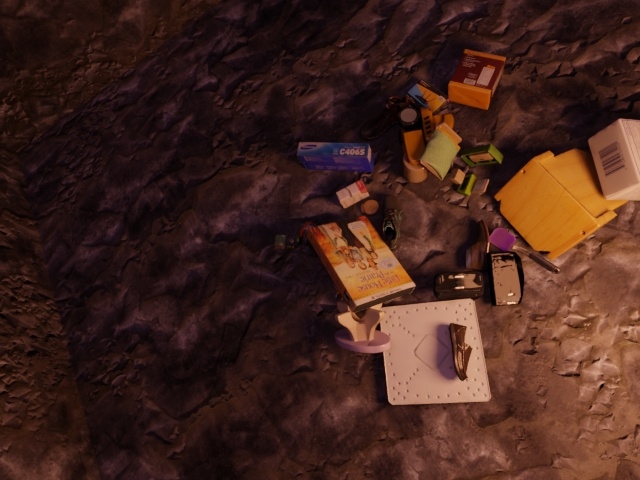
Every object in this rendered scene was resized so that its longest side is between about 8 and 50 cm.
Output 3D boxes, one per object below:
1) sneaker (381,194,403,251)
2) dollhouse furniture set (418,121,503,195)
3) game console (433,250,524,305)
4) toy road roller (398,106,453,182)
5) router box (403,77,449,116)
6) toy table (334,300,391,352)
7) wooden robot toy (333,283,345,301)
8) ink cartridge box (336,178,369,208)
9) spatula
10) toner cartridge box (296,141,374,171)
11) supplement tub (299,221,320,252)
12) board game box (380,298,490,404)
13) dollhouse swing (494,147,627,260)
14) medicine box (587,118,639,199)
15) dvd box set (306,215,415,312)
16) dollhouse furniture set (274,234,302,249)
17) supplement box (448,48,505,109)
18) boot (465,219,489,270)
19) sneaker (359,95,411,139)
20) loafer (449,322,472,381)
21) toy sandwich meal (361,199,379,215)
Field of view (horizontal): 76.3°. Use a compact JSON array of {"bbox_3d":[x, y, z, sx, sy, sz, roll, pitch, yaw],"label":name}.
[{"bbox_3d":[0.323,-0.089,1.835,0.101,0.106,0.268,-7,71,17],"label":"sneaker"},{"bbox_3d":[0.589,-0.343,1.705,0.151,0.301,0.198,7,70,60],"label":"dollhouse furniture set"},{"bbox_3d":[0.633,0.158,1.633,0.360,0.044,0.214,-4,85,0],"label":"game console"},{"bbox_3d":[0.482,-0.444,1.836,0.240,0.202,0.330,-6,71,10],"label":"toy road roller"},{"bbox_3d":[0.511,-0.685,1.978,0.133,0.046,0.179,-44,67,1],"label":"router box"},{"bbox_3d":[0.162,0.345,1.671,0.274,0.252,0.161,0,101,40],"label":"toy table"},{"bbox_3d":[0.090,0.195,1.839,0.076,0.079,0.174,-6,73,16],"label":"wooden robot toy"},{"bbox_3d":[0.152,-0.219,1.928,0.135,0.099,0.056,-27,68,8],"label":"ink cartridge box"},{"bbox_3d":[0.837,0.048,1.664,0.296,0.030,0.084,33,126,18],"label":"spatula"},{"bbox_3d":[0.076,-0.403,1.971,0.347,0.165,0.075,6,75,18],"label":"toner cartridge box"},{"bbox_3d":[0.000,0.000,1.903,0.190,0.117,0.117,37,88,22],"label":"supplement tub"},{"bbox_3d":[0.454,0.454,1.665,0.389,0.050,0.391,-8,73,15],"label":"board game box"},{"bbox_3d":[0.988,-0.164,1.671,0.347,0.304,0.315,56,137,22],"label":"dollhouse swing"},{"bbox_3d":[1.208,-0.296,1.530,0.289,0.149,0.264,0,72,-14],"label":"medicine box"},{"bbox_3d":[0.165,0.083,1.733,0.307,0.062,0.421,-13,54,-26],"label":"dvd box set"},{"bbox_3d":[-0.165,0.002,1.986,0.151,0.058,0.076,0,74,17],"label":"dollhouse furniture set"},{"bbox_3d":[0.719,-0.744,1.885,0.191,0.129,0.194,24,83,22],"label":"supplement box"},{"bbox_3d":[0.653,0.021,1.711,0.106,0.082,0.220,-6,75,13],"label":"boot"},{"bbox_3d":[0.302,-0.610,1.959,0.281,0.162,0.107,-30,68,7],"label":"sneaker"},{"bbox_3d":[0.548,0.427,1.571,0.078,0.080,0.220,-8,72,16],"label":"loafer"},{"bbox_3d":[0.236,-0.153,1.923,0.085,0.029,0.086,-4,71,12],"label":"toy sandwich meal"}]
